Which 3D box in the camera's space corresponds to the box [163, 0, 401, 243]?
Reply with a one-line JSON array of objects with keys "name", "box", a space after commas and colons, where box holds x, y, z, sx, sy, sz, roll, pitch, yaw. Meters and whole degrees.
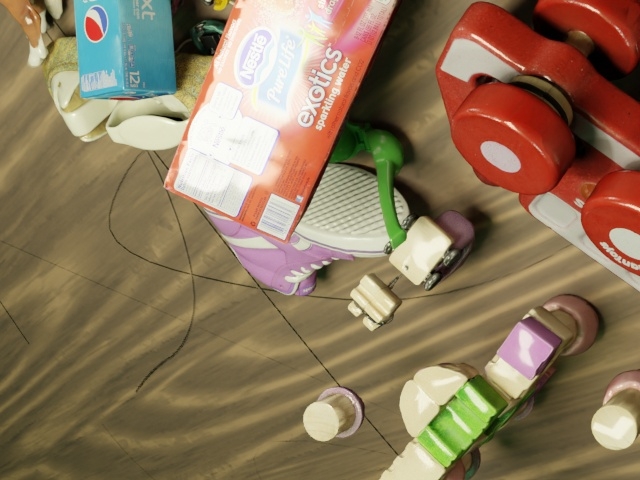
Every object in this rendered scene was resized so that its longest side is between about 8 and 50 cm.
[{"name": "box", "box": [-0.028, -0.146, 1.014, 0.128, 0.122, 0.257, 24, 111, 0]}]

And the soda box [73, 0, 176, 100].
[{"name": "soda box", "box": [-0.193, -0.244, 1.096, 0.067, 0.071, 0.210, -2, 92, 39]}]

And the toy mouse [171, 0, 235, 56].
[{"name": "toy mouse", "box": [-0.130, -0.240, 1.164, 0.161, 0.031, 0.143, 37, 148, 7]}]

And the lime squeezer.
[{"name": "lime squeezer", "box": [0.017, -0.079, 1.162, 0.310, 0.110, 0.059, 31, 166, 44]}]

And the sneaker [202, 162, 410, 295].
[{"name": "sneaker", "box": [0.000, -0.001, 1.259, 0.282, 0.102, 0.161, 15, 140, 41]}]

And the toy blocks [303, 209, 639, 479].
[{"name": "toy blocks", "box": [0.179, 0.158, 1.201, 0.309, 0.260, 0.288, 43, 112, 17]}]

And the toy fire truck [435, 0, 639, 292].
[{"name": "toy fire truck", "box": [0.226, -0.070, 0.979, 0.302, 0.169, 0.254, 34, 160, 6]}]

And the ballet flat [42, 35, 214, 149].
[{"name": "ballet flat", "box": [-0.212, -0.151, 1.222, 0.349, 0.123, 0.123, 12, 135, 37]}]

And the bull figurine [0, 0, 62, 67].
[{"name": "bull figurine", "box": [-0.423, -0.302, 1.274, 0.310, 0.101, 0.188, 12, 136, 30]}]
